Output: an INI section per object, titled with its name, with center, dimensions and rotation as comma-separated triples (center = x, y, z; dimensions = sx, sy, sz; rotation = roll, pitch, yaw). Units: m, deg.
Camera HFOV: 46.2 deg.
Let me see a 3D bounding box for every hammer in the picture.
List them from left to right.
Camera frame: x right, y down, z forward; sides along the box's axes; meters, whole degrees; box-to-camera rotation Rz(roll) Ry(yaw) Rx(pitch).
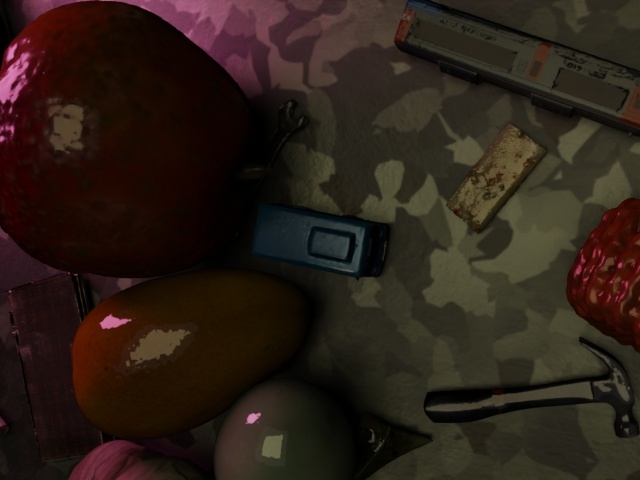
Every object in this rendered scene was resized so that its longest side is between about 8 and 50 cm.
[hammer]
center = 0.284, 0.216, 1.055
dimensions = 0.289, 0.037, 0.137
rotation = -10, 89, 19

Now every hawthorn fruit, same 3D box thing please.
[hawthorn fruit]
center = -0.259, -0.131, 1.070
dimensions = 0.402, 0.403, 0.403
rotation = 1, 92, 19

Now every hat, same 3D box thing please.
[hat]
center = 0.494, -0.011, 0.853
dimensions = 0.285, 0.285, 0.400
rotation = 41, 99, 14

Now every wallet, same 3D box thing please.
[wallet]
center = -0.455, 0.224, 1.315
dimensions = 0.168, 0.044, 0.317
rotation = -15, 85, 23

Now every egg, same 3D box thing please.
[egg]
center = -0.051, 0.311, 1.070
dimensions = 0.202, 0.203, 0.283
rotation = 21, 138, 18

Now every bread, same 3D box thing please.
[bread]
center = 0.248, -0.088, 1.063
dimensions = 0.068, 0.028, 0.154
rotation = 41, 103, 15

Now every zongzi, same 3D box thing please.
[zongzi]
center = 0.100, 0.325, 1.125
dimensions = 0.113, 0.052, 0.104
rotation = 16, 108, 3

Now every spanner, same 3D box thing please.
[spanner]
center = -0.097, -0.107, 1.190
dimensions = 0.054, 0.015, 0.255
rotation = 35, 103, 15

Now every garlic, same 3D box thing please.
[garlic]
center = -0.289, 0.477, 1.150
dimensions = 0.317, 0.259, 0.318
rotation = -6, 79, 35

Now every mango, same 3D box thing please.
[mango]
center = -0.194, 0.158, 1.116
dimensions = 0.377, 0.264, 0.221
rotation = -21, 60, 3

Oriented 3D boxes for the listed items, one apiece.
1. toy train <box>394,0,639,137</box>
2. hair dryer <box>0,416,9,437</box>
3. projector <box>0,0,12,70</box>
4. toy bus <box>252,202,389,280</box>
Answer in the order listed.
[toy train]
center = 0.299, -0.224, 1.009
dimensions = 0.409, 0.086, 0.089
rotation = 25, 101, 17
[hair dryer]
center = -0.678, 0.353, 1.402
dimensions = 0.155, 0.044, 0.183
rotation = 45, 108, 15
[projector]
center = -0.624, -0.351, 1.240
dimensions = 0.079, 0.257, 0.259
rotation = -17, 86, 19
[toy bus]
center = 0.000, 0.000, 1.113
dimensions = 0.184, 0.106, 0.090
rotation = 11, 93, 19
